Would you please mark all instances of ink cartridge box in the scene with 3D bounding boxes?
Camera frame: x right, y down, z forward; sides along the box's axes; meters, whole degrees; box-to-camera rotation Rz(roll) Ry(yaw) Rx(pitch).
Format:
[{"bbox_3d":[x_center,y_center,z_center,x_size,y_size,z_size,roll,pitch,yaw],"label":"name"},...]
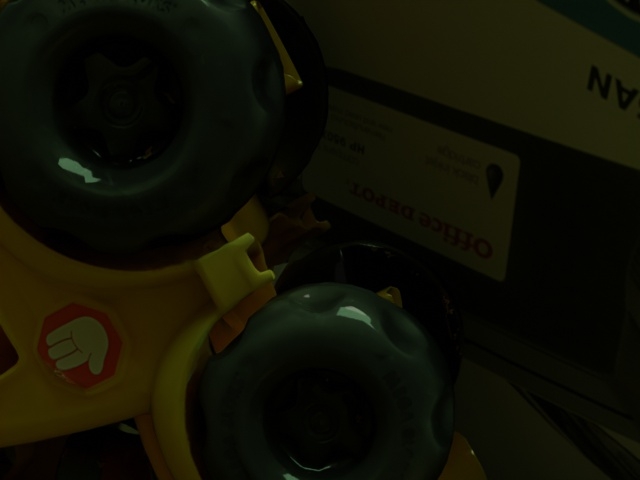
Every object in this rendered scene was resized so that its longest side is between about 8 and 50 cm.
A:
[{"bbox_3d":[0.082,-0.045,0.588,0.166,0.395,0.285,-30,51,-32],"label":"ink cartridge box"}]

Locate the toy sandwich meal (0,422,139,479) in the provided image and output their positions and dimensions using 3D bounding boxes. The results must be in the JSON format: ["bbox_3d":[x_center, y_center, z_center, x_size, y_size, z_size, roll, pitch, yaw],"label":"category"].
[{"bbox_3d":[-0.102,0.100,0.689,0.085,0.029,0.085,19,16,-6],"label":"toy sandwich meal"}]

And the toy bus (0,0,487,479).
[{"bbox_3d":[-0.076,0.029,0.477,0.211,0.220,0.149,-30,2,7],"label":"toy bus"}]
